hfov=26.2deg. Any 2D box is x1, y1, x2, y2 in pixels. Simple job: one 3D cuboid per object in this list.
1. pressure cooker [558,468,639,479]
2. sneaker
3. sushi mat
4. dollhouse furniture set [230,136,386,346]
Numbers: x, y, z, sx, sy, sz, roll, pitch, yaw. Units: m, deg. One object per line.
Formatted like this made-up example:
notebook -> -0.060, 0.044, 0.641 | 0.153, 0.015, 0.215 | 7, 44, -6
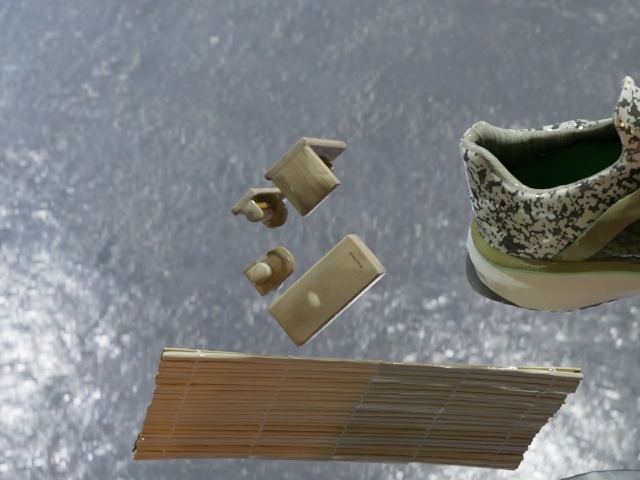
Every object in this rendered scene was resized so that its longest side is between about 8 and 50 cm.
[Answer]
pressure cooker -> 0.178, 0.324, 0.681 | 0.376, 0.420, 0.370 | 33, 31, 10
sneaker -> 0.290, -0.050, 1.086 | 0.411, 0.182, 0.158 | -9, 48, 21
sushi mat -> 0.026, 0.131, 1.030 | 0.317, 0.151, 0.019 | 4, 51, -13
dollhouse furniture set -> 0.000, 0.000, 1.405 | 0.151, 0.144, 0.123 | 50, 16, 11
